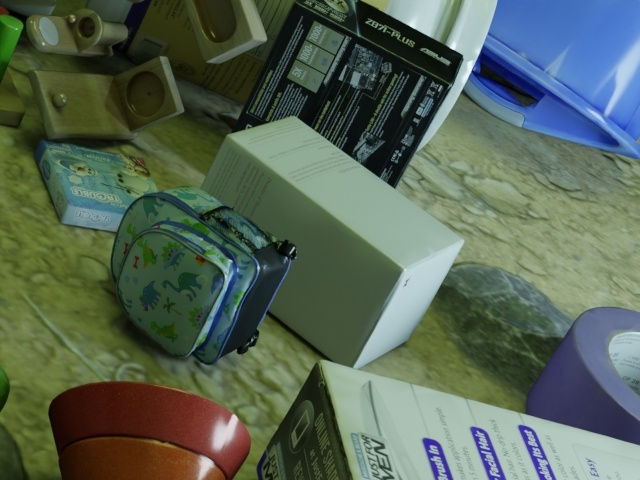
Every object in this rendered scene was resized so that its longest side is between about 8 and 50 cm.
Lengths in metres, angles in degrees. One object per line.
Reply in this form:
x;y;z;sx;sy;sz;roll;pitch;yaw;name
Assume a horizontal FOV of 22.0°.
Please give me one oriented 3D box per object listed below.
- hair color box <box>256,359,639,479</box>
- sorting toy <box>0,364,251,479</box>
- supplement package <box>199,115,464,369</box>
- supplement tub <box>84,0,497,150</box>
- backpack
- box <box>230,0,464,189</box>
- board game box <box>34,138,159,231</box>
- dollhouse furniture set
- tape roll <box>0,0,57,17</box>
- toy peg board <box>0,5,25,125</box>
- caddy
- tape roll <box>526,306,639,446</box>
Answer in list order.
0.140;0.207;1.048;0.339;0.110;0.185;18;30;-22;hair color box
-0.220;0.126;0.897;0.365;0.127;0.126;16;59;-16;sorting toy
0.000;0.000;1.278;0.179;0.105;0.105;37;27;18;supplement package
-0.026;-0.235;1.514;0.331;0.241;0.241;22;27;-11;supplement tub
-0.094;0.020;1.157;0.114;0.105;0.084;37;28;22;backpack
0.014;-0.104;1.389;0.147;0.180;0.077;27;28;0;box
-0.169;-0.040;1.284;0.090;0.020;0.090;10;33;-32;board game box
-0.146;-0.174;1.313;0.123;0.151;0.144;-7;77;-64;dollhouse furniture set
-0.280;-0.334;1.449;0.169;0.246;0.246;19;28;-15;tape roll
-0.321;-0.180;1.323;0.161;0.079;0.161;9;33;-33;toy peg board
0.232;-0.217;1.800;0.341;0.179;0.241;36;6;17;caddy
0.264;0.142;1.306;0.189;0.080;0.189;22;28;-13;tape roll
